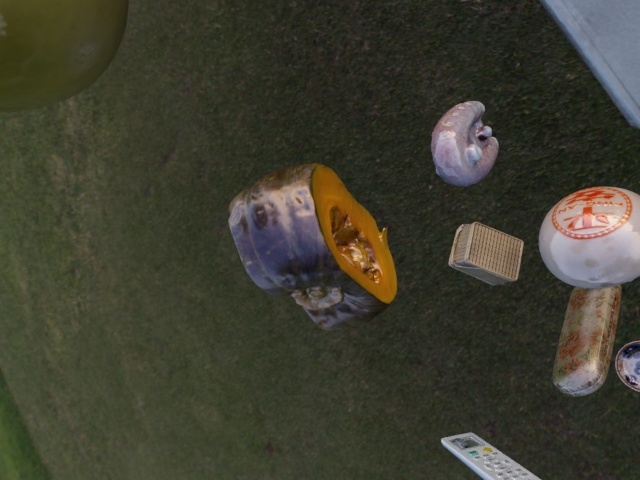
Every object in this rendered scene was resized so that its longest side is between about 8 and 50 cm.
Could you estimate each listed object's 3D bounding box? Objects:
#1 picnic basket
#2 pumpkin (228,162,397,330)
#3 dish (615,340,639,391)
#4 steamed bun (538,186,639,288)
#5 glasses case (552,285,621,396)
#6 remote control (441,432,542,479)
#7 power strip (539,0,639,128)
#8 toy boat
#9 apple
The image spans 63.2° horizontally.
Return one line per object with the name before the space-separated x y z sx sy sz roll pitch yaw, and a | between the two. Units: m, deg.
picnic basket | 0.409 0.034 1.284 0.079 0.164 0.115 150 138 -68
pumpkin | 0.000 0.000 0.803 0.139 0.317 0.221 -23 54 24
dish | 0.908 0.355 1.457 0.141 0.078 0.141 -10 71 30
steamed bun | 0.558 -0.021 1.061 0.232 0.232 0.145 -10 133 44
glasses case | 0.806 0.275 1.568 0.098 0.425 0.156 39 145 -10
remote control | 0.415 0.549 1.252 0.293 0.103 0.051 -159 69 -67
power strip | 0.258 -0.203 0.341 0.213 0.064 0.198 -37 103 28
toy boat | 0.304 -0.196 1.037 0.085 0.227 0.155 -9 113 43
apple | -0.328 -0.235 0.483 0.295 0.258 0.233 21 127 42
